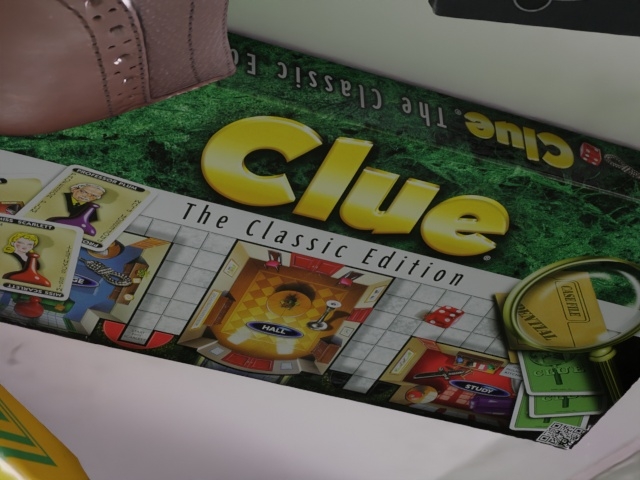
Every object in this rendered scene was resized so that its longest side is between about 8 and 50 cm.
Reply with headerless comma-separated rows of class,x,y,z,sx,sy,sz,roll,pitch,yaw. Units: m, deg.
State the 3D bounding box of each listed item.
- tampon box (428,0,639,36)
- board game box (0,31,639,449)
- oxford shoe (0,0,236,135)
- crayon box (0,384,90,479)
tampon box,0.108,-0.115,0.346,0.161,0.101,0.120,5,139,-6
board game box,0.000,0.000,0.541,0.259,0.030,0.136,14,136,-18
oxford shoe,-0.033,-0.152,0.299,0.132,0.130,0.364,-1,149,-20
crayon box,-0.187,0.108,0.522,0.202,0.081,0.318,-35,143,-5
